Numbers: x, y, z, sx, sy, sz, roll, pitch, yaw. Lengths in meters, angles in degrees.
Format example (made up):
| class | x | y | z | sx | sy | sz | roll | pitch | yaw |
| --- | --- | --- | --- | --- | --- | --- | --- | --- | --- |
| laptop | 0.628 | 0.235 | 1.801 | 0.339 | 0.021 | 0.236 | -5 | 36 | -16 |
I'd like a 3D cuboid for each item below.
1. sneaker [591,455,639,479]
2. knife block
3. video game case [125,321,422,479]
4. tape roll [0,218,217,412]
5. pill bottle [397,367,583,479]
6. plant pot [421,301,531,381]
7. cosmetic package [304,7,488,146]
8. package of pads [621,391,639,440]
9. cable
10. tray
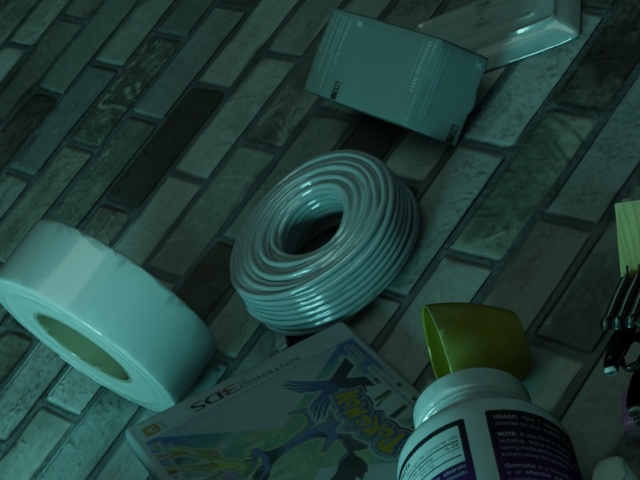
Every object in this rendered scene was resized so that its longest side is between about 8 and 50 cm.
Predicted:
| class | x | y | z | sx | sy | sz | roll | pitch | yaw |
| --- | --- | --- | --- | --- | --- | --- | --- | --- | --- |
| sneaker | 0.334 | 0.286 | 1.630 | 0.115 | 0.090 | 0.232 | -29 | 47 | 5 |
| knife block | 0.377 | 0.074 | 1.774 | 0.088 | 0.275 | 0.242 | -7 | 85 | 36 |
| video game case | -0.026 | 0.232 | 1.948 | 0.300 | 0.036 | 0.329 | -26 | 33 | -16 |
| tape roll | -0.272 | 0.098 | 2.190 | 0.286 | 0.286 | 0.100 | 13 | 63 | 48 |
| pill bottle | 0.174 | 0.279 | 1.687 | 0.181 | 0.181 | 0.323 | -29 | 38 | 17 |
| plant pot | 0.175 | 0.123 | 1.907 | 0.095 | 0.134 | 0.134 | -15 | 38 | -5 |
| cosmetic package | 0.097 | -0.218 | 2.301 | 0.238 | 0.107 | 0.127 | 23 | 94 | 54 |
| package of pads | 0.348 | 0.167 | 1.768 | 0.083 | 0.032 | 0.050 | -22 | 36 | 23 |
| cable | 0.000 | 0.000 | 2.204 | 0.257 | 0.089 | 0.257 | -40 | 36 | 2 |
| tray | 0.223 | -0.285 | 2.344 | 0.270 | 0.030 | 0.145 | -18 | 41 | 28 |
